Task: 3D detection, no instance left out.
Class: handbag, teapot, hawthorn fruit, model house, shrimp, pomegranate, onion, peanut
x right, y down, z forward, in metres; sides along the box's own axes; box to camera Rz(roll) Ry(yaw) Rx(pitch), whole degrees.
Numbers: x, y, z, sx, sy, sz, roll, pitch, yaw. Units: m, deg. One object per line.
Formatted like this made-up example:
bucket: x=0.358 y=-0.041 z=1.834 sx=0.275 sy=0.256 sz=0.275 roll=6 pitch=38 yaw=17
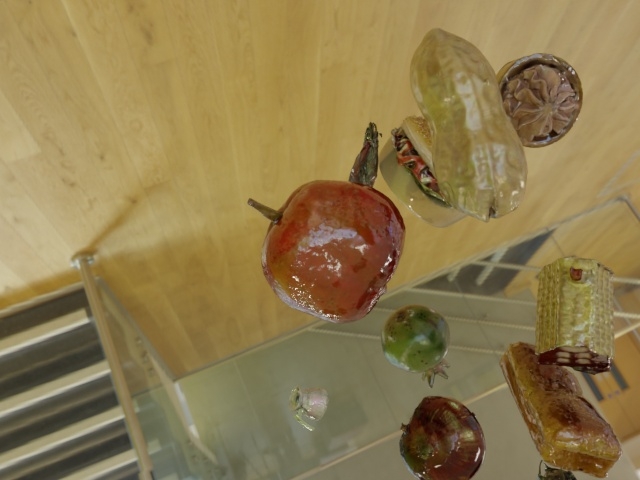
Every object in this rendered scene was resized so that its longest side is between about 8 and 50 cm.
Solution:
handbag: x=0.653 y=0.651 z=1.804 sx=0.072 sy=0.139 sz=0.115 roll=-26 pitch=-165 yaw=-35
teapot: x=-0.026 y=0.319 z=1.257 sx=0.064 sy=0.083 sz=0.064 roll=19 pitch=151 yaw=-21
hawthorn fruit: x=0.000 y=0.000 z=1.295 sx=0.330 sy=0.287 sz=0.287 roll=28 pitch=135 yaw=-15
model house: x=0.527 y=0.155 z=1.357 sx=0.159 sy=0.196 sz=0.254 roll=1 pitch=159 yaw=23
shrimp: x=0.107 y=-0.183 z=1.530 sx=0.101 sy=0.042 sz=0.190 roll=-17 pitch=125 yaw=-49
pomegranate: x=0.258 y=0.274 z=1.690 sx=0.181 sy=0.181 sz=0.224 roll=-29 pitch=120 yaw=7
onion: x=0.165 y=0.272 z=0.875 sx=0.118 sy=0.118 sz=0.117 roll=0 pitch=120 yaw=-48
peanut: x=0.220 y=-0.180 z=1.000 sx=0.149 sy=0.314 sz=0.149 roll=-19 pitch=173 yaw=-2

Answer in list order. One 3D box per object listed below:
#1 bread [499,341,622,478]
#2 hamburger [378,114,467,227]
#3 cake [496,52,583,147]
bread: x=0.543 y=0.367 z=1.494 sx=0.185 sy=0.380 sz=0.109 roll=11 pitch=114 yaw=-6
hamburger: x=0.281 y=-0.170 z=1.590 sx=0.170 sy=0.302 sz=0.302 roll=-43 pitch=153 yaw=27
cake: x=0.457 y=-0.299 z=1.364 sx=0.208 sy=0.185 sz=0.178 roll=-64 pitch=-174 yaw=3
